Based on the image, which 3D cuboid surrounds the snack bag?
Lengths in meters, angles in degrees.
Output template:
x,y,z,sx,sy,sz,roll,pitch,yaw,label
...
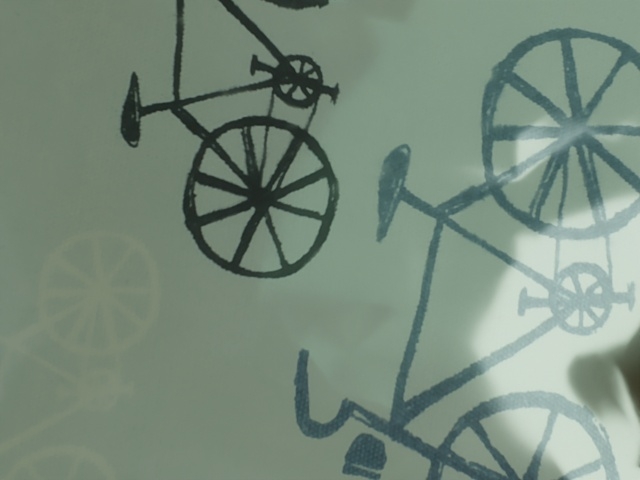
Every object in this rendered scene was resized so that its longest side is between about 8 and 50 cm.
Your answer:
x,y,z,sx,sy,sz,roll,pitch,yaw,label
0.000,0.000,0.333,0.342,0.037,0.323,8,86,-9,snack bag
